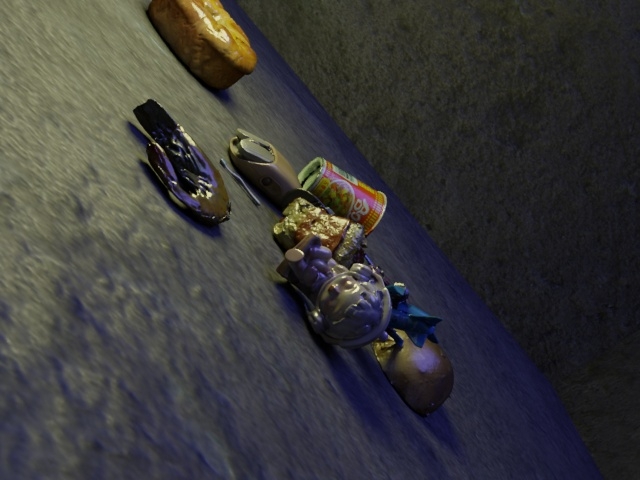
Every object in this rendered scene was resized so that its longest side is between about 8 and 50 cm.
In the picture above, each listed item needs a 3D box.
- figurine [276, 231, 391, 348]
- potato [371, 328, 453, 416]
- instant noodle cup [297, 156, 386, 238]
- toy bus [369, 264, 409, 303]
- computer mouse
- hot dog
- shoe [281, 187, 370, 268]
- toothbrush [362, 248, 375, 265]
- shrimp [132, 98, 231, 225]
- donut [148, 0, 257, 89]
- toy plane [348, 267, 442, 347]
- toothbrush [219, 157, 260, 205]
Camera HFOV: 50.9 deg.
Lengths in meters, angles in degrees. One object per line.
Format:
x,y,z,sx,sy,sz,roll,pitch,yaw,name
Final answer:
0.035,0.102,1.265,0.236,0.162,0.141,46,-7,18,figurine
0.228,0.272,1.572,0.239,0.116,0.299,49,12,7,potato
0.041,-0.112,1.824,0.212,0.193,0.193,36,19,-25,instant noodle cup
0.154,0.145,1.690,0.178,0.087,0.098,44,22,-36,toy bus
-0.120,-0.167,1.602,0.236,0.082,0.145,45,16,-31,computer mouse
0.000,0.000,1.441,0.213,0.146,0.103,30,-25,25,hot dog
0.015,0.003,1.576,0.292,0.109,0.149,54,9,-3,shoe
0.173,0.109,1.975,0.342,0.025,0.030,53,16,2,toothbrush
-0.246,-0.128,1.166,0.253,0.058,0.173,51,22,-12,shrimp
-0.316,-0.561,1.818,0.299,0.150,0.317,37,21,-47,donut
0.120,0.136,1.390,0.271,0.105,0.254,26,-25,19,toy plane
-0.175,-0.127,1.467,0.131,0.011,0.013,51,35,-6,toothbrush
